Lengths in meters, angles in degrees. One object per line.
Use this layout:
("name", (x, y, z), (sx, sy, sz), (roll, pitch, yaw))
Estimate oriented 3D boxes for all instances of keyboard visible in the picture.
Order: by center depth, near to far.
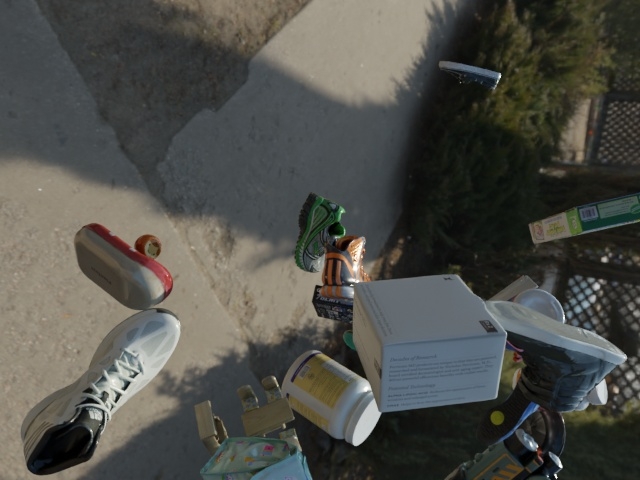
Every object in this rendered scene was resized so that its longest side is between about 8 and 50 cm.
("keyboard", (0.473, 0.186, 1.447), (0.014, 0.256, 0.072), (46, 12, -23))

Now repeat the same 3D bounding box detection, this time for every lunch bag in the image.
("lunch bag", (-0.128, 0.610, 1.298), (0.160, 0.262, 0.223), (-43, 116, -60))

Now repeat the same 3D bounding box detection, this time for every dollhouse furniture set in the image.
("dollhouse furniture set", (-0.201, 0.497, 1.462), (0.242, 0.212, 0.161), (-20, 133, -8))

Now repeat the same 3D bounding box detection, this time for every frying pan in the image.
("frying pan", (0.613, 0.550, 1.614), (0.053, 0.326, 0.197), (9, 89, -20))

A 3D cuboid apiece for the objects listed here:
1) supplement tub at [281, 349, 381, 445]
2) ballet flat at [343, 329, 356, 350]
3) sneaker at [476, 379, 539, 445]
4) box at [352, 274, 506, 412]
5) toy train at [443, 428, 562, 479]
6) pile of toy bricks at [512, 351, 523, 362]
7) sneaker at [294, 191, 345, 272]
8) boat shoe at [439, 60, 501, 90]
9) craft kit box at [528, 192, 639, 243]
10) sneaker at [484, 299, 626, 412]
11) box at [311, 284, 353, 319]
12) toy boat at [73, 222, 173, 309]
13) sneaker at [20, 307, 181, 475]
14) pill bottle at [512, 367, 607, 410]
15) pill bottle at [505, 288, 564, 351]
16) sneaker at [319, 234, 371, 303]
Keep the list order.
("supplement tub", (0.045, 0.587, 1.983), (0.241, 0.331, 0.241), (-37, 140, -39))
("ballet flat", (0.170, 0.365, 1.924), (0.086, 0.248, 0.086), (0, 90, -24))
("sneaker", (0.445, 0.390, 1.200), (0.209, 0.069, 0.082), (-48, 132, -1))
("box", (0.153, 0.146, 0.798), (0.181, 0.182, 0.119), (-111, -161, -65))
("toy train", (0.495, 0.669, 1.460), (0.334, 0.190, 0.142), (-49, 171, 19))
("pile of toy bricks", (0.647, 0.277, 1.605), (0.212, 0.118, 0.105), (-16, 123, -13))
("sneaker", (0.000, 0.000, 1.800), (0.343, 0.146, 0.134), (97, 18, -49))
("boat shoe", (0.332, -0.370, 1.183), (0.049, 0.142, 0.040), (-86, -172, -69))
("craft kit box", (0.597, -0.053, 1.086), (0.246, 0.250, 0.061), (54, 24, -87))
("sneaker", (0.357, 0.201, 0.871), (0.296, 0.104, 0.147), (21, 107, -21))
("box", (0.126, 0.258, 1.987), (0.295, 0.293, 0.073), (77, 23, -70))
("toy boat", (-0.409, 0.041, 1.151), (0.151, 0.231, 0.151), (-44, 160, -40))
("sneaker", (-0.478, 0.357, 1.217), (0.447, 0.257, 0.169), (-45, 114, -17))
("pill bottle", (0.652, 0.403, 1.442), (0.121, 0.216, 0.121), (19, 63, -44))
("pill bottle", (0.487, 0.205, 1.297), (0.221, 0.124, 0.124), (101, 11, -68))
("sneaker", (0.100, 0.081, 1.441), (0.321, 0.125, 0.180), (31, 61, -65))
